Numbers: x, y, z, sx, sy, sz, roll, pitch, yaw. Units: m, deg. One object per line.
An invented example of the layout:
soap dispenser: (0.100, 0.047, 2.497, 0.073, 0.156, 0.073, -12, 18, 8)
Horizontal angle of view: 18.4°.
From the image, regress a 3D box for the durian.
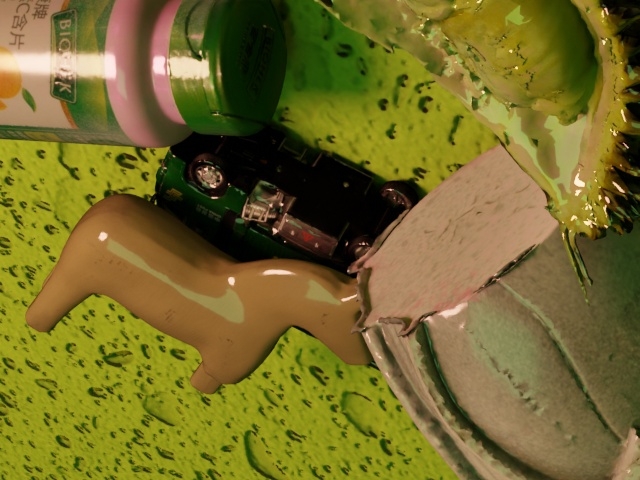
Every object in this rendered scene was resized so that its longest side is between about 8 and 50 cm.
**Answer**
durian: (0.105, -0.148, 1.152, 0.169, 0.158, 0.352, -39, 112, 22)

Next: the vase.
vase: (0.233, 0.134, 1.365, 0.250, 0.250, 0.445, -22, 120, 40)

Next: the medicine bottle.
medicine bottle: (-0.165, -0.134, 1.416, 0.274, 0.133, 0.133, 4, 129, 25)

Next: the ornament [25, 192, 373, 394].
ornament: (-0.080, 0.047, 1.452, 0.230, 0.061, 0.245, 33, 142, -8)

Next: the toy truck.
toy truck: (0.000, 0.000, 1.475, 0.259, 0.088, 0.121, 27, 136, 3)
